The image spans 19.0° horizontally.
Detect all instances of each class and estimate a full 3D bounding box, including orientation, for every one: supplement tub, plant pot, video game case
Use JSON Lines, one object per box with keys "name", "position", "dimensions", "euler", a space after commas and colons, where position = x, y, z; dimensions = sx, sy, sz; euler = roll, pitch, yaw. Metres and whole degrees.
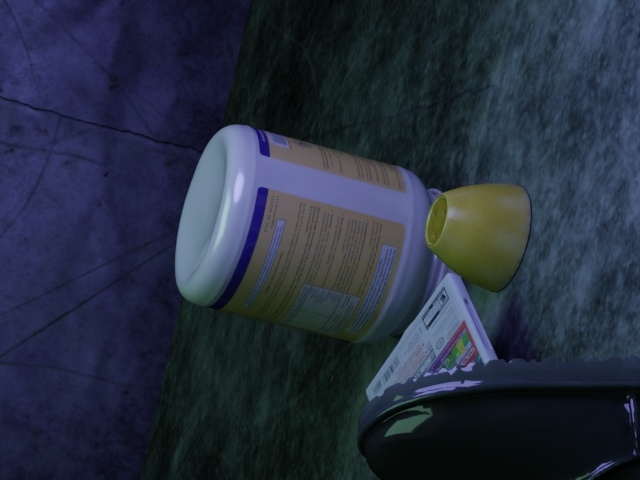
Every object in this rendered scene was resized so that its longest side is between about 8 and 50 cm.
{"name": "supplement tub", "position": [0.000, 0.000, 2.482], "dimensions": [0.241, 0.331, 0.241], "euler": [-165, 90, -73]}
{"name": "plant pot", "position": [0.183, -0.013, 2.318], "dimensions": [0.134, 0.095, 0.134], "euler": [-167, 90, -73]}
{"name": "video game case", "position": [0.132, 0.169, 2.227], "dimensions": [0.201, 0.023, 0.183], "euler": [-57, 33, 28]}

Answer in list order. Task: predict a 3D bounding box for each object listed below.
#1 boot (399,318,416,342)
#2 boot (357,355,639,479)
{"name": "boot", "position": [0.154, 0.198, 2.277], "dimensions": [0.176, 0.088, 0.244], "euler": [152, 126, -62]}
{"name": "boot", "position": [0.204, 0.321, 1.626], "dimensions": [0.146, 0.367, 0.445], "euler": [57, -152, -52]}
